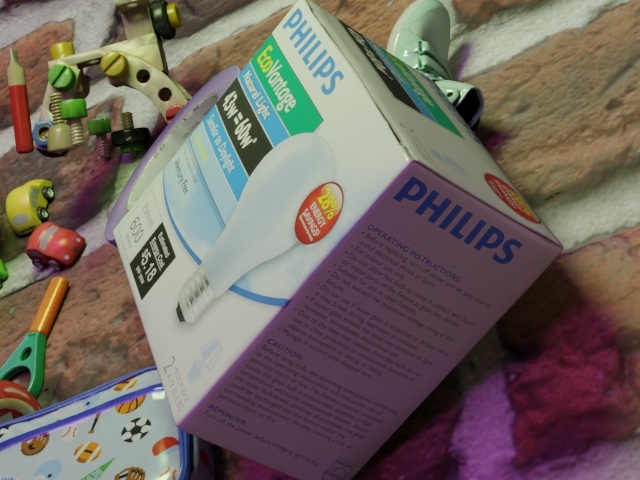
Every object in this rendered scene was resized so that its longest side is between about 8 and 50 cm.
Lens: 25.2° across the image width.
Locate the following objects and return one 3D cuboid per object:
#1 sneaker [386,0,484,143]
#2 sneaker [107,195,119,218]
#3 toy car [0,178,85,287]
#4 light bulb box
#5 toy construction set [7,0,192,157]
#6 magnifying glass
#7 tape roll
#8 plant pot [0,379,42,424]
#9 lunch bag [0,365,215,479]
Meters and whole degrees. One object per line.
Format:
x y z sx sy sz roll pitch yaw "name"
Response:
0.152 -0.191 1.737 0.151 0.094 0.255 -8 59 45 "sneaker"
-0.208 -0.066 1.976 0.185 0.069 0.084 -47 45 6 "sneaker"
-0.471 0.017 2.136 0.225 0.053 0.239 -42 37 2 "toy car"
0.000 0.000 1.522 0.361 0.225 0.358 -50 36 16 "light bulb box"
-0.317 -0.243 1.999 0.258 0.309 0.237 -7 91 30 "toy construction set"
-0.398 0.150 1.967 0.092 0.026 0.231 -9 48 37 "magnifying glass"
-0.156 -0.087 1.814 0.275 0.090 0.274 -45 20 21 "tape roll"
-0.453 0.250 1.787 0.174 0.191 0.191 6 59 41 "plant pot"
-0.269 0.272 1.624 0.303 0.115 0.243 -20 40 9 "lunch bag"
